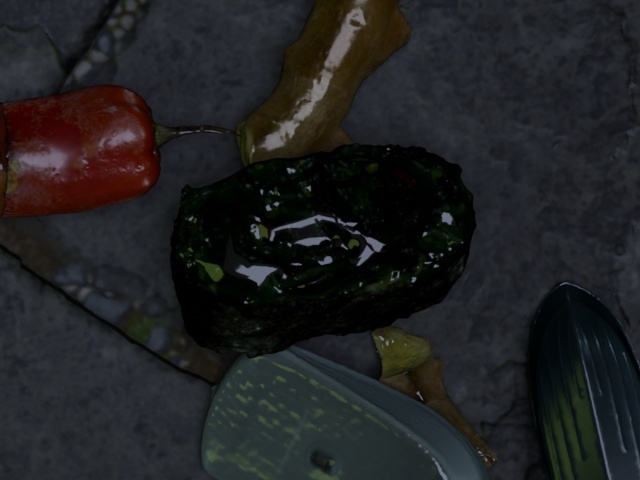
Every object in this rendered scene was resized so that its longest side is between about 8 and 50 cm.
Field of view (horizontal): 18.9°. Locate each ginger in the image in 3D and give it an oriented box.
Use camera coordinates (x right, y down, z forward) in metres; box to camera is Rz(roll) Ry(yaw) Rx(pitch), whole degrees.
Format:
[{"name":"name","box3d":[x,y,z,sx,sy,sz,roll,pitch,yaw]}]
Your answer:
[{"name":"ginger","box3d":[0.017,-0.176,1.453,0.118,0.065,0.299,27,90,-11]},{"name":"ginger","box3d":[0.082,0.127,1.489,0.057,0.044,0.137,-35,99,-24]}]

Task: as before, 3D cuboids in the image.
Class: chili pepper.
[{"name":"chili pepper","box3d":[-0.154,-0.069,1.422,0.192,0.084,0.086,-7,126,-6]}]

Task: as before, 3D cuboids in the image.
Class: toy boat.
[{"name":"toy boat","box3d":[0.215,0.152,1.495,0.093,0.103,0.246,-13,81,5]}]

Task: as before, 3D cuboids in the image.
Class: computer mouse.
[{"name":"computer mouse","box3d":[0.020,0.165,1.460,0.231,0.079,0.128,31,105,10]}]

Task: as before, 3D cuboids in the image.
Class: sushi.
[{"name":"sushi","box3d":[0.000,0.000,1.413,0.225,0.127,0.124,-10,67,-10]}]
